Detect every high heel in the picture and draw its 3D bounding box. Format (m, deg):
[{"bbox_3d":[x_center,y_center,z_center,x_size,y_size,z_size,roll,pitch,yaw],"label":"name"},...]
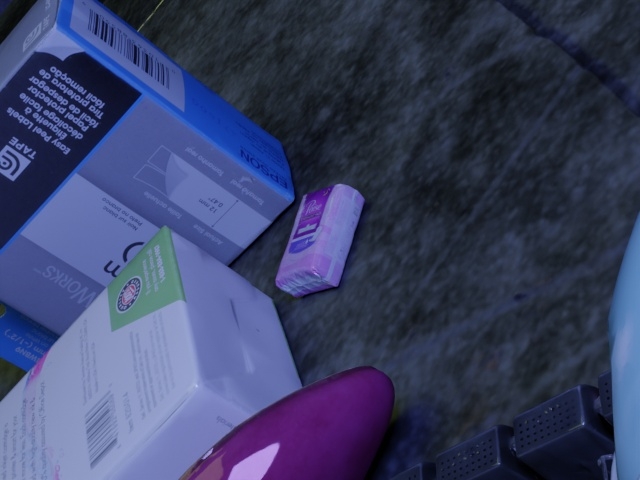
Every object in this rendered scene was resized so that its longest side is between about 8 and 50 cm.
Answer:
[{"bbox_3d":[-0.046,0.253,0.703,0.181,0.127,0.377,39,89,33],"label":"high heel"}]

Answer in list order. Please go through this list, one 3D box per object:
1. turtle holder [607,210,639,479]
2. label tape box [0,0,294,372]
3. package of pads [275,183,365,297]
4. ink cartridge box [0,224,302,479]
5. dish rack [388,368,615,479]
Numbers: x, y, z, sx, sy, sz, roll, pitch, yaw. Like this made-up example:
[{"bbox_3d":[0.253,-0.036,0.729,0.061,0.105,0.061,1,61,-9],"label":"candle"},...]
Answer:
[{"bbox_3d":[0.197,0.017,0.409,0.227,0.243,0.320,-57,32,32],"label":"turtle holder"},{"bbox_3d":[-0.230,-0.011,1.067,0.347,0.249,0.115,-45,29,17],"label":"label tape box"},{"bbox_3d":[0.000,0.000,0.937,0.050,0.032,0.083,-16,47,46],"label":"package of pads"},{"bbox_3d":[-0.173,0.187,0.903,0.353,0.119,0.207,-45,30,14],"label":"ink cartridge box"},{"bbox_3d":[0.103,0.191,0.537,0.208,0.074,0.272,-35,36,34],"label":"dish rack"}]
